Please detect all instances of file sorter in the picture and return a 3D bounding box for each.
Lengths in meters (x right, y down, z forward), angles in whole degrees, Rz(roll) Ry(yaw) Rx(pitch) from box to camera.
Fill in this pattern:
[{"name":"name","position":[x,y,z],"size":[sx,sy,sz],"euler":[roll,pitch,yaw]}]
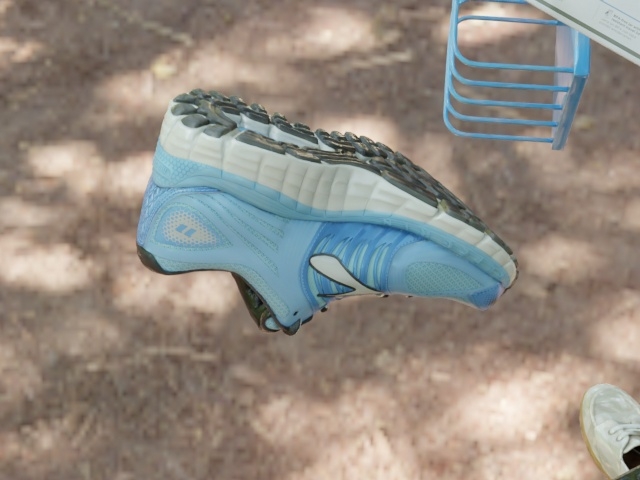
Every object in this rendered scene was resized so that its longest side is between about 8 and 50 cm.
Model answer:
[{"name":"file sorter","position":[0.154,-0.157,1.387],"size":[0.104,0.170,0.118],"euler":[4,74,3]}]

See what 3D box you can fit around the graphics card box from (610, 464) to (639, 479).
[{"name":"graphics card box","position":[0.217,0.180,0.822],"size":[0.371,0.233,0.094],"euler":[10,55,-44]}]

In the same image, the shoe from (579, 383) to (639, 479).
[{"name":"shoe","position":[0.311,0.219,1.631],"size":[0.076,0.058,0.219],"euler":[-13,58,-21]}]

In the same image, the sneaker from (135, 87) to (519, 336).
[{"name":"sneaker","position":[0.000,0.000,0.639],"size":[0.162,0.073,0.063],"euler":[18,18,-33]}]

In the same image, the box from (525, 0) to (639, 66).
[{"name":"box","position":[0.230,-0.245,1.006],"size":[0.169,0.290,0.087],"euler":[35,18,20]}]
